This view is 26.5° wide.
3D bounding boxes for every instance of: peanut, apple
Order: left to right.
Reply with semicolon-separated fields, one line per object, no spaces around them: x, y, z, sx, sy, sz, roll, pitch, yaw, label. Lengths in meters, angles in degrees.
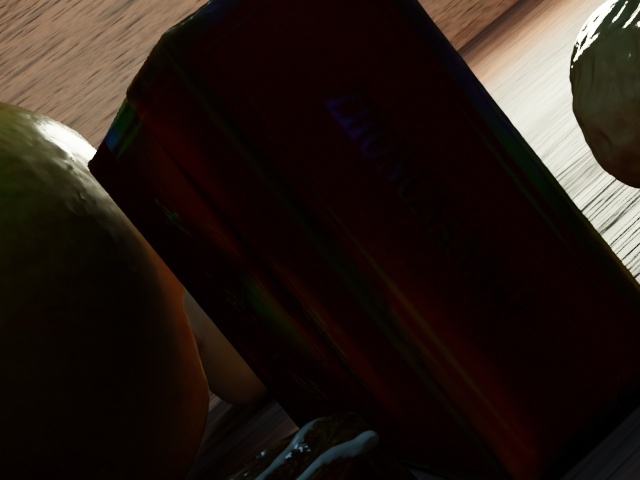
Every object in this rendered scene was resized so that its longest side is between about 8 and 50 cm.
-0.237;0.072;0.781;0.339;0.340;0.339;-38;5;4;apple
0.172;-0.070;0.610;0.108;0.095;0.226;-54;9;2;peanut

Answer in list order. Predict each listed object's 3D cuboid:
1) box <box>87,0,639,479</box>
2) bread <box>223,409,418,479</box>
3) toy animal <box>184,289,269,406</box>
-0.001;-0.001;0.598;0.089;0.197;0.313;-39;5;-14;box
-0.026;0.123;0.401;0.160;0.073;0.160;-38;6;5;bread
-0.081;0.039;1.002;0.197;0.171;0.171;1;8;1;toy animal
